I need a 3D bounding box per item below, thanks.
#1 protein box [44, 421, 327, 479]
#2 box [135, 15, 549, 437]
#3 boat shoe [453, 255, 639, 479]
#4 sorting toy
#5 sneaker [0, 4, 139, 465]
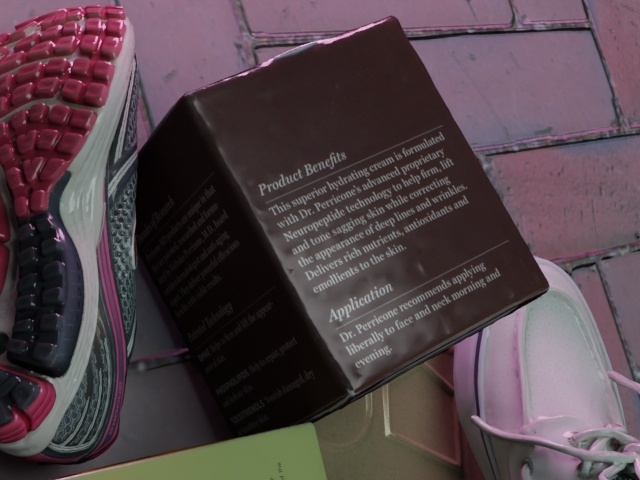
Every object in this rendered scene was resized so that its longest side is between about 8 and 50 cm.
[{"bbox_3d":[-0.096,0.223,0.747,0.201,0.136,0.199,-6,78,-42],"label":"protein box"},{"bbox_3d":[0.000,0.000,0.859,0.168,0.167,0.203,-24,81,-31],"label":"box"},{"bbox_3d":[0.189,0.175,0.924,0.136,0.156,0.367,4,71,-24],"label":"boat shoe"},{"bbox_3d":[0.035,0.120,0.970,0.229,0.041,0.307,12,66,-32],"label":"sorting toy"},{"bbox_3d":[-0.163,-0.011,0.812,0.112,0.121,0.299,49,40,-55],"label":"sneaker"}]
